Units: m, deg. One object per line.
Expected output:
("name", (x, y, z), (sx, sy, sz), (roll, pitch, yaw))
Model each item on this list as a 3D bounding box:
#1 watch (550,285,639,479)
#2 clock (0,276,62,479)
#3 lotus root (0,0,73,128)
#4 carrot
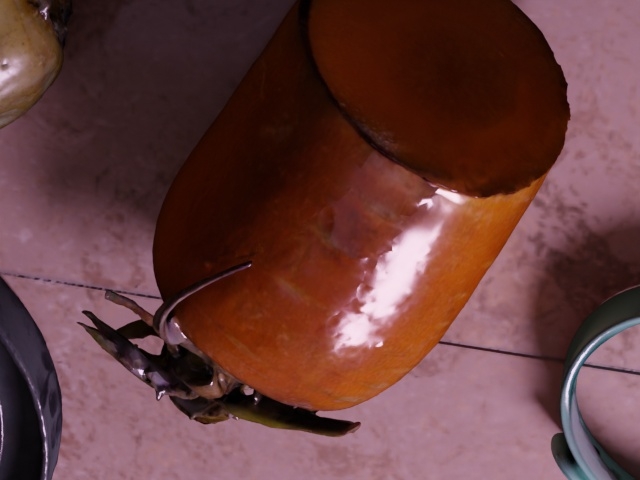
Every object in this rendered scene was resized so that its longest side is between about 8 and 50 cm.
("watch", (0.271, 0.131, 1.139), (0.195, 0.068, 0.237), (-40, 100, 22))
("clock", (-0.343, 0.124, 1.230), (0.319, 0.066, 0.318), (3, 113, 7))
("lotus root", (-0.285, -0.117, 1.079), (0.278, 0.154, 0.154), (-20, 107, 16))
("carrot", (0.000, 0.000, 1.054), (0.193, 0.214, 0.331), (35, 116, -5))
